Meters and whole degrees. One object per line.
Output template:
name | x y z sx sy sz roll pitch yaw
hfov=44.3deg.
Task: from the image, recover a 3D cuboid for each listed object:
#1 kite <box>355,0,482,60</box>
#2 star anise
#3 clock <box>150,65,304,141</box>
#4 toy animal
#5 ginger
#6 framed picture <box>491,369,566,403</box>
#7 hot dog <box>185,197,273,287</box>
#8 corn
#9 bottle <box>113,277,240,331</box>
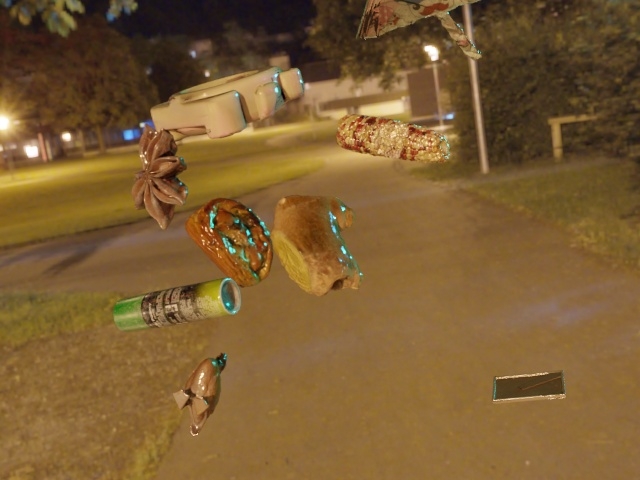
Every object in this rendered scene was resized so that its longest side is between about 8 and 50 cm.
kite | 0.199 -0.418 1.388 0.335 0.011 0.314 -11 -35 34
star anise | -0.335 -0.131 1.659 0.073 0.212 0.197 -6 37 -42
clock | -0.211 -0.323 1.840 0.309 0.114 0.284 -29 20 -38
toy animal | -0.265 0.352 1.811 0.089 0.188 0.179 17 22 12
ginger | 0.000 0.000 1.764 0.221 0.275 0.130 -32 -15 -36
framed picture | 0.436 0.307 1.650 0.149 0.011 0.109 -8 16 17
hot dog | -0.243 0.007 2.193 0.196 0.272 0.122 -45 6 -40
corn | 0.174 -0.244 1.907 0.290 0.098 0.098 15 20 26
bottle | -0.356 0.161 1.919 0.330 0.093 0.093 -11 8 26
